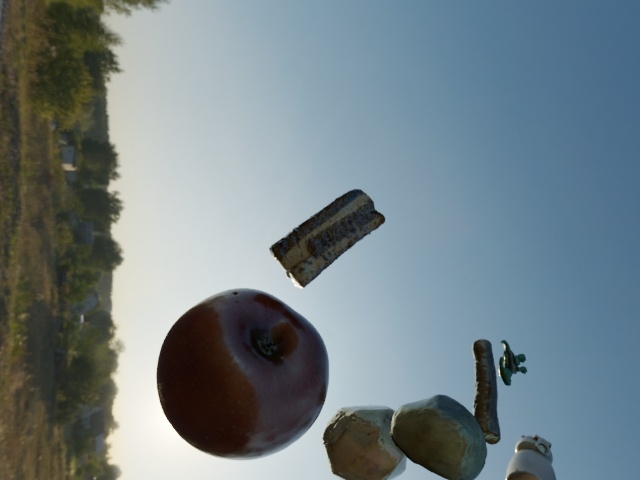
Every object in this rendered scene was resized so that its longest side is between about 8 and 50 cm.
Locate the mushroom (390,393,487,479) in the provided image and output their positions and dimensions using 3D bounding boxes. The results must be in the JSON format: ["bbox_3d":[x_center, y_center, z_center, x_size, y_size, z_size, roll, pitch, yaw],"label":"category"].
[{"bbox_3d":[0.330,0.534,1.164,0.267,0.190,0.164,36,-67,58],"label":"mushroom"}]

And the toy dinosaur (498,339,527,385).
[{"bbox_3d":[0.570,0.368,1.238,0.059,0.096,0.132,-28,-119,51],"label":"toy dinosaur"}]

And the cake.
[{"bbox_3d":[0.007,-0.005,0.905,0.112,0.246,0.135,52,-18,-1],"label":"cake"}]

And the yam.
[{"bbox_3d":[0.528,0.467,1.322,0.356,0.081,0.081,-69,-176,-50],"label":"yam"}]

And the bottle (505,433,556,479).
[{"bbox_3d":[0.707,0.753,1.366,0.148,0.236,0.147,11,-67,27],"label":"bottle"}]

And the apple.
[{"bbox_3d":[-0.148,0.260,0.832,0.277,0.349,0.348,-57,-136,35],"label":"apple"}]

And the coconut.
[{"bbox_3d":[0.200,0.819,1.637,0.353,0.353,0.352,6,-83,60],"label":"coconut"}]
